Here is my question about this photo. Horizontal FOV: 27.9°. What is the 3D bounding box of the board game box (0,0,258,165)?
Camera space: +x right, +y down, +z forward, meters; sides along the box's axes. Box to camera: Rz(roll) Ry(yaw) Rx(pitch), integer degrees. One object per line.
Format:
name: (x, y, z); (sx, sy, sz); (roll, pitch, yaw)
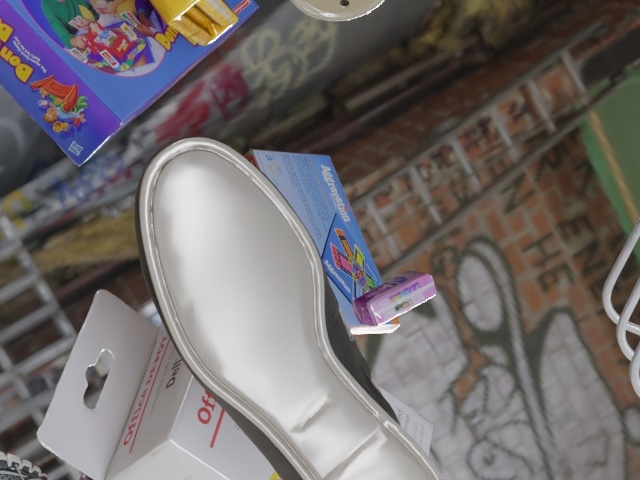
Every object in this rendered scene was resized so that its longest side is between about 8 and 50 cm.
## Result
board game box: (-0.230, -0.254, 1.354); (0.233, 0.078, 0.347); (47, 35, -8)

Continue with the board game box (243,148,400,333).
board game box: (0.000, 0.000, 1.753); (0.027, 0.145, 0.281); (-45, -124, 40)

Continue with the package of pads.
package of pads: (0.079, 0.062, 1.397); (0.050, 0.083, 0.032); (1, -64, 66)

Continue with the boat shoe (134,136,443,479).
boat shoe: (-0.029, 0.076, 0.863); (0.335, 0.112, 0.095); (59, -12, -21)

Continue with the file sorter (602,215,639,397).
file sorter: (0.311, 0.061, 0.852); (0.192, 0.173, 0.278); (22, 20, -3)

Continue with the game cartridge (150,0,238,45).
game cartridge: (-0.198, -0.319, 1.137); (0.324, 0.052, 0.285); (51, 4, -3)

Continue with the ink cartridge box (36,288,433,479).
ink cartridge box: (-0.068, 0.182, 1.220); (0.353, 0.119, 0.207); (36, 42, -21)

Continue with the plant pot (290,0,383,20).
plant pot: (0.007, -0.385, 1.483); (0.274, 0.256, 0.256); (-97, 170, -45)

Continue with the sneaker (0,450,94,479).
sneaker: (-0.327, 0.324, 1.490); (0.121, 0.299, 0.112); (-69, -153, 18)
